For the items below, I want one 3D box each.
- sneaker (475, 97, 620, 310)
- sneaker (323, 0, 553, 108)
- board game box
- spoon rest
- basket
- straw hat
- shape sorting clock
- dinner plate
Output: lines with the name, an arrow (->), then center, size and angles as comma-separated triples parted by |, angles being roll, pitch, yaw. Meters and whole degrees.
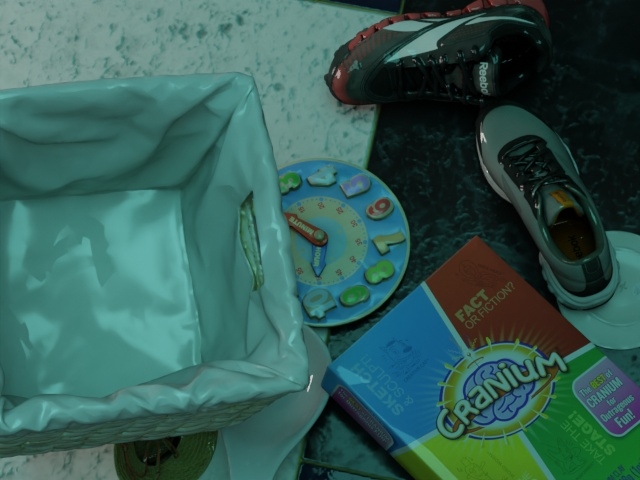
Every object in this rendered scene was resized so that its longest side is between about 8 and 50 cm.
sneaker -> 0.257, -0.057, 1.709 | 0.100, 0.108, 0.271 | -25, 64, -2
sneaker -> 0.144, -0.206, 1.751 | 0.276, 0.097, 0.135 | -15, 37, -4
board game box -> 0.195, 0.182, 1.636 | 0.316, 0.064, 0.242 | 44, 66, 14
spoon rest -> -0.063, 0.214, 1.652 | 0.137, 0.084, 0.276 | 6, 73, 4
basket -> -0.218, 0.037, 1.503 | 0.331, 0.266, 0.328 | -6, 74, -18
straw hat -> -0.187, 0.212, 1.665 | 0.061, 0.144, 0.144 | 3, 66, 48
shape sorting clock -> 0.000, 0.000, 1.740 | 0.206, 0.040, 0.206 | -1, 72, 2
dinner plate -> 0.338, 0.054, 1.723 | 0.141, 0.017, 0.141 | 0, 73, 1
